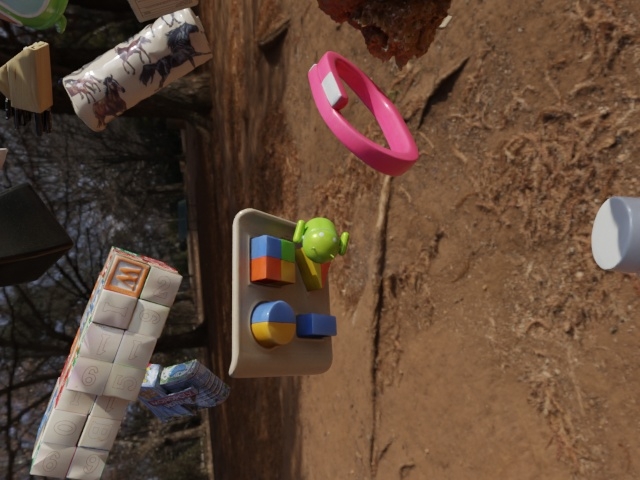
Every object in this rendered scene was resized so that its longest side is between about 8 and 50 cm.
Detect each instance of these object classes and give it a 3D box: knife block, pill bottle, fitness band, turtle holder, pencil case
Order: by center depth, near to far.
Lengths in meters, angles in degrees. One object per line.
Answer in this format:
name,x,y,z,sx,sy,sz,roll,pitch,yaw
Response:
pill bottle,0.656,0.004,0.811,0.176,0.318,0.177,6,-90,-85
fitness band,0.078,-0.231,0.861,0.054,0.209,0.291,-42,39,29
turtle holder,-0.740,-0.688,1.171,0.227,0.320,0.244,-22,-95,-61
pencil case,-0.477,-0.466,1.268,0.160,0.410,0.183,57,176,-41
knife block,-0.946,-0.485,1.587,0.242,0.275,0.088,55,-160,-30

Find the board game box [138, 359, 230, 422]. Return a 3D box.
board game box,-0.349,0.349,1.121,0.194,0.194,0.060,55,-155,-40

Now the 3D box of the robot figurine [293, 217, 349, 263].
robot figurine,0.000,0.000,0.875,0.115,0.101,0.067,-99,28,-66

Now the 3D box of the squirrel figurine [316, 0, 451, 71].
squirrel figurine,0.181,-0.534,0.859,0.397,0.370,0.281,114,163,-45

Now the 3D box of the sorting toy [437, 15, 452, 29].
sorting toy,0.235,-0.589,1.101,0.208,0.038,0.193,56,-147,-16

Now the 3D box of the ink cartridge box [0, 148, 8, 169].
ink cartridge box,-0.620,-0.098,0.791,0.104,0.180,0.060,-28,83,45

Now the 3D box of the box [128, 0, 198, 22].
box,-0.362,-0.592,1.000,0.232,0.148,0.127,166,83,-82

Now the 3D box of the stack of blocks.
stack of blocks,-0.300,0.165,0.663,0.171,0.087,0.297,9,78,64

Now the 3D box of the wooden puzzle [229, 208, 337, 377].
wooden puzzle,-0.061,0.126,1.068,0.080,0.322,0.348,-8,74,36

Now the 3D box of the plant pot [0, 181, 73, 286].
plant pot,-0.728,0.003,1.086,0.187,0.188,0.167,54,-156,-3
